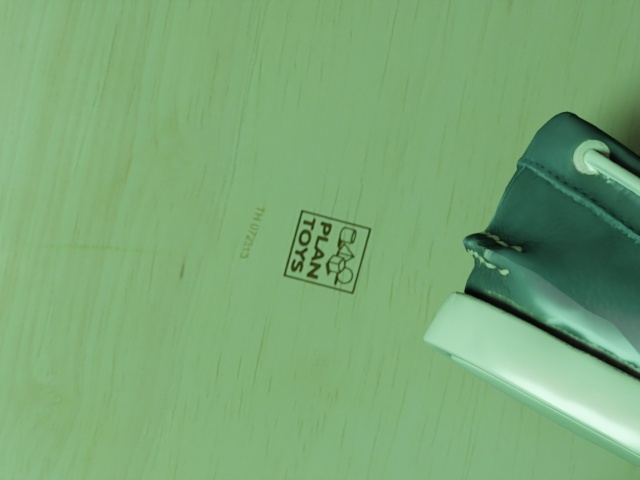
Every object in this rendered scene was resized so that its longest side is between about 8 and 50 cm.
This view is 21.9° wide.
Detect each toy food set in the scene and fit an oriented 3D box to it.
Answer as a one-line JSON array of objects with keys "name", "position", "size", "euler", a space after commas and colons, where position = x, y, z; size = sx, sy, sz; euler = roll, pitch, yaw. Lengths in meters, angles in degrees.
[{"name": "toy food set", "position": [0.000, 0.000, 0.483], "size": [0.092, 0.220, 0.306], "euler": [-129, 54, -83]}]

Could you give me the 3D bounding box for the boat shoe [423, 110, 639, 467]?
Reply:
[{"name": "boat shoe", "position": [0.148, 0.044, 0.372], "size": [0.255, 0.095, 0.079], "euler": [24, 86, 29]}]
